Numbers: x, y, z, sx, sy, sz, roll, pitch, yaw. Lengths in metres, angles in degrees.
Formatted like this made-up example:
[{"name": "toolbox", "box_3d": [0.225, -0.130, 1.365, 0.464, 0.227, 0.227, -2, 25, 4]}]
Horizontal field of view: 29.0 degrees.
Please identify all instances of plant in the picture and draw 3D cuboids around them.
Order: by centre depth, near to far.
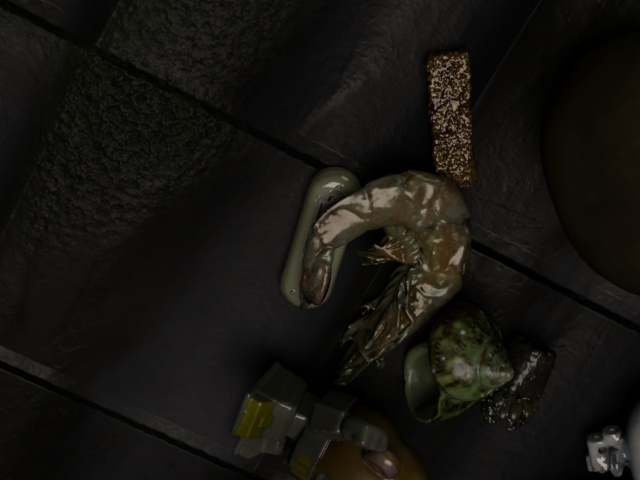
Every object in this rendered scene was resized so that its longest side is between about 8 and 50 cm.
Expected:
[{"name": "plant", "box_3d": [0.287, 0.210, 1.829, 0.094, 0.092, 0.143, 13, 108, -37]}]

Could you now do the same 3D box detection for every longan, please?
[{"name": "longan", "box_3d": [0.454, -0.096, 1.599, 0.361, 0.361, 0.361, -1, 112, -2]}]

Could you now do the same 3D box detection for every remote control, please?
[{"name": "remote control", "box_3d": [0.000, 0.000, 1.760, 0.078, 0.042, 0.221, 14, 112, -9]}]

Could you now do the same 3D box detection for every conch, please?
[{"name": "conch", "box_3d": [0.200, 0.181, 1.771, 0.124, 0.181, 0.187, 7, 98, -9]}]

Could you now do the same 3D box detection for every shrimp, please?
[{"name": "shrimp", "box_3d": [0.078, 0.056, 1.751, 0.247, 0.085, 0.360, 16, 115, -21]}]

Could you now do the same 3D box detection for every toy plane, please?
[{"name": "toy plane", "box_3d": [0.524, 0.335, 1.878, 0.245, 0.117, 0.244, 9, 120, 16]}]

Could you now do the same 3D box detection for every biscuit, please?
[{"name": "biscuit", "box_3d": [0.180, -0.164, 1.703, 0.064, 0.034, 0.199, -6, 112, 2]}]

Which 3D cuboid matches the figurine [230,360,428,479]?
[{"name": "figurine", "box_3d": [0.023, 0.305, 1.780, 0.285, 0.342, 0.167, 27, 89, 8]}]
